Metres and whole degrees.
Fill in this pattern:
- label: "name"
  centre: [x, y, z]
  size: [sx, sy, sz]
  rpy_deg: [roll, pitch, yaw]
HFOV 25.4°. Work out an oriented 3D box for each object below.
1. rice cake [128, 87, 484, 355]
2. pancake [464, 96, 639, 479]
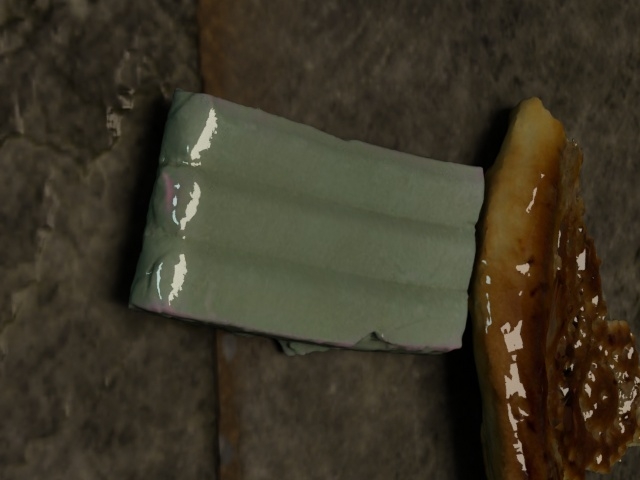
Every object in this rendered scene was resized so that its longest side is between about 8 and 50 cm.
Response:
- label: "rice cake"
  centre: [0.000, 0.000, 0.764]
  size: [0.237, 0.043, 0.127]
  rpy_deg: [14, 81, -44]
- label: "pancake"
  centre: [0.170, 0.066, 0.912]
  size: [0.244, 0.057, 0.266]
  rpy_deg: [29, 68, -43]
